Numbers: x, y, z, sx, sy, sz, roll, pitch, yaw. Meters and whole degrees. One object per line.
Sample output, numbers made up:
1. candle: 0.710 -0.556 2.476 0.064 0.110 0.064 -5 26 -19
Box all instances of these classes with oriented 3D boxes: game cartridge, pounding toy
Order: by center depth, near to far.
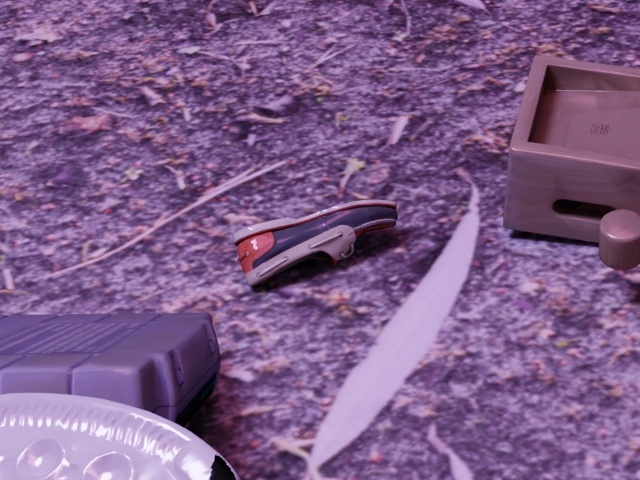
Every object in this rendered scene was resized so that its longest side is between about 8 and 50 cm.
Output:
1. game cartridge: -0.187 0.084 0.982 0.230 0.068 0.355 3 2 2
2. pounding toy: 0.235 -0.036 1.251 0.181 0.094 0.206 9 44 11

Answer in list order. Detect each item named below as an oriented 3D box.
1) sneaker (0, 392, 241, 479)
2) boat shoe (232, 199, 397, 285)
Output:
1. sneaker: -0.142 0.195 0.732 0.323 0.236 0.130 -9 43 20
2. boat shoe: 0.000 0.000 1.256 0.137 0.049 0.043 -14 76 -20
